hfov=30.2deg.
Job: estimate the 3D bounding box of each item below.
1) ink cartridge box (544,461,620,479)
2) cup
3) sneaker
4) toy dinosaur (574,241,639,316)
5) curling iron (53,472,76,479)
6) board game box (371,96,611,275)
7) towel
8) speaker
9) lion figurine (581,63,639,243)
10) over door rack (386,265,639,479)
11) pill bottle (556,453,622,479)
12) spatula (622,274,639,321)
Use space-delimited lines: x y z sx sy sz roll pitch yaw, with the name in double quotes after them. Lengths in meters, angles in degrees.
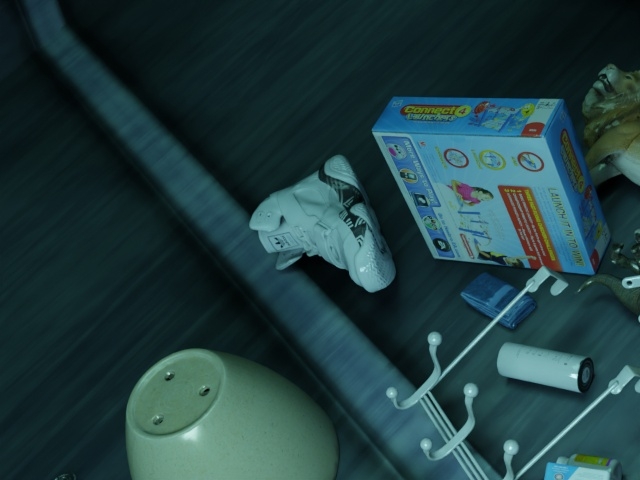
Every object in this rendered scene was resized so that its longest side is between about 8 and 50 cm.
0.338 0.364 1.567 0.089 0.052 0.122 3 69 35 "ink cartridge box"
-0.170 0.302 1.829 0.331 0.237 0.331 -18 42 17 "cup"
0.000 0.000 2.119 0.210 0.137 0.365 -26 35 7 "sneaker"
0.515 0.062 1.730 0.314 0.160 0.121 -25 9 29 "toy dinosaur"
-0.471 0.507 1.963 0.068 0.035 0.274 -7 45 32 "curling iron"
0.276 -0.088 1.898 0.302 0.308 0.086 6 51 35 "board game box"
0.287 0.094 1.919 0.067 0.029 0.119 -43 41 -15 "towel"
0.334 0.188 1.773 0.136 0.055 0.055 8 53 37 "speaker"
0.552 -0.126 1.925 0.240 0.142 0.392 -35 53 -16 "lion figurine"
0.268 0.203 1.700 0.324 0.108 0.239 -40 48 7 "over door rack"
0.368 0.317 1.629 0.083 0.043 0.043 3 51 34 "pill bottle"
0.556 0.087 1.663 0.242 0.168 0.019 -11 23 24 "spatula"
